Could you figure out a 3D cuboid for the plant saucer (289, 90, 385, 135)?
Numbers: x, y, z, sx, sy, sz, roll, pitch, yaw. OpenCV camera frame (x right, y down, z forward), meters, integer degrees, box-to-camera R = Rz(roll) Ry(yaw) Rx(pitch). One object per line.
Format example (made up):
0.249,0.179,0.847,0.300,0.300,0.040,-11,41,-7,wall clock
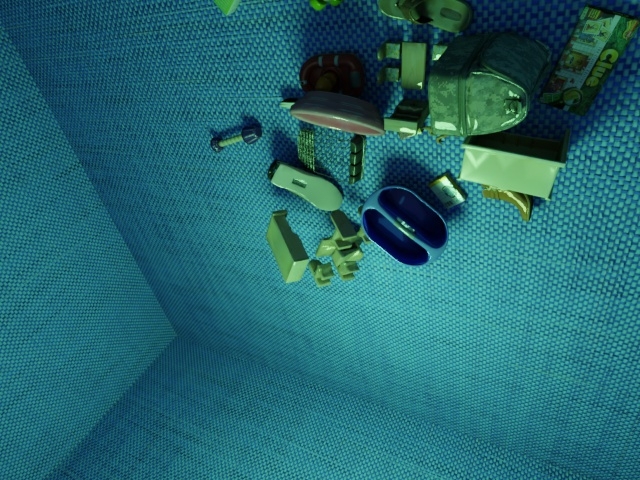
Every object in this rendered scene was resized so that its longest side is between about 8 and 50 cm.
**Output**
0.065,-0.429,1.484,0.331,0.332,0.084,17,99,22,plant saucer

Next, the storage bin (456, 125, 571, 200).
0.565,-0.259,1.286,0.262,0.260,0.123,16,134,22,storage bin

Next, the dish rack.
0.037,-0.339,1.726,0.271,0.074,0.208,20,134,21,dish rack

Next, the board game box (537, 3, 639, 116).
0.706,-0.471,1.174,0.136,0.030,0.260,22,136,13,board game box

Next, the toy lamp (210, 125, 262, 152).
-0.362,-0.439,1.906,0.274,0.080,0.080,-4,124,40,toy lamp

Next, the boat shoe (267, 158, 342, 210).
-0.067,-0.245,1.862,0.340,0.158,0.127,27,104,-21,boat shoe

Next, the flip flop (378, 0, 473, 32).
0.293,-0.658,1.251,0.276,0.080,0.112,26,137,12,flip flop

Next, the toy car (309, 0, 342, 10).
0.027,-0.803,1.273,0.155,0.149,0.189,-12,108,53,toy car

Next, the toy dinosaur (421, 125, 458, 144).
0.389,-0.362,1.426,0.112,0.211,0.064,126,134,-67,toy dinosaur

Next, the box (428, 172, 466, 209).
0.467,-0.174,1.607,0.136,0.028,0.081,46,138,-13,box

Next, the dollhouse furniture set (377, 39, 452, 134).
0.277,-0.479,1.362,0.212,0.161,0.242,15,134,24,dollhouse furniture set

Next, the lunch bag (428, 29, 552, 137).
0.459,-0.425,1.187,0.255,0.305,0.213,13,136,30,lunch bag

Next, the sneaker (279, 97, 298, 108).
-0.082,-0.496,1.673,0.161,0.057,0.076,10,126,24,sneaker

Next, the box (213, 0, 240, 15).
-0.311,-0.946,1.431,0.232,0.058,0.322,46,137,-9,box

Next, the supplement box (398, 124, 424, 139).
0.307,-0.388,1.512,0.083,0.043,0.055,-9,121,39,supplement box

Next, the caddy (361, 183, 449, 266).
0.313,-0.059,1.642,0.341,0.179,0.241,38,109,-1,caddy

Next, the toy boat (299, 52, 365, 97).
0.027,-0.540,1.488,0.230,0.151,0.151,9,131,28,toy boat

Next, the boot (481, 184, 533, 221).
0.628,-0.151,1.486,0.152,0.073,0.197,-4,112,35,boot

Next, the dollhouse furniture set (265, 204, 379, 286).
0.000,0.000,1.889,0.257,0.393,0.362,63,149,29,dollhouse furniture set
